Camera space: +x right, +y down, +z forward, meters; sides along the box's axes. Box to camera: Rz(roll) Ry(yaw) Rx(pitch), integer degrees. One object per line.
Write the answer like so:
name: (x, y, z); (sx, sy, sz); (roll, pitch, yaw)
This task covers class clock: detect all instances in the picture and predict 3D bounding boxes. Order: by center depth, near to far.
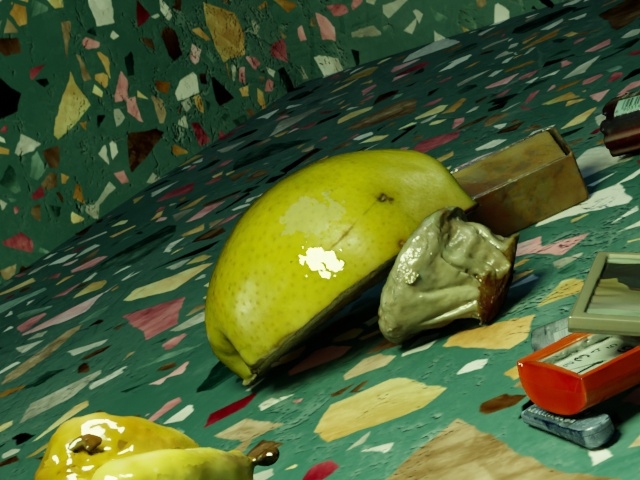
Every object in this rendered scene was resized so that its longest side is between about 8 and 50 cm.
clock: (0.286, 0.124, 1.803); (0.155, 0.061, 0.113); (-21, 15, -25)

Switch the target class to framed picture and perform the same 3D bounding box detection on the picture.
framed picture: (0.394, 0.056, 1.816); (0.265, 0.018, 0.192); (2, 21, 16)

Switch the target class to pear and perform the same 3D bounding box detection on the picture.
pear: (0.000, 0.000, 2.367); (0.386, 0.191, 0.340); (-37, -4, -19)

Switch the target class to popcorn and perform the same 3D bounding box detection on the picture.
popcorn: (-0.158, 0.293, 1.461); (0.281, 0.316, 0.297); (-7, 6, 0)

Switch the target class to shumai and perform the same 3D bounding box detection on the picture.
shumai: (0.167, 0.058, 2.238); (0.120, 0.201, 0.201); (32, 45, 24)

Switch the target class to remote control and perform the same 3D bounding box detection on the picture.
remote control: (0.246, 0.180, 1.791); (0.043, 0.027, 0.152); (-32, 13, -11)

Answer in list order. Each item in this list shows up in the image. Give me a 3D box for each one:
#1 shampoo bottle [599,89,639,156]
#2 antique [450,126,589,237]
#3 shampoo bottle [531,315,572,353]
shampoo bottle: (0.563, -0.200, 2.579); (0.323, 0.084, 0.129); (-15, 19, 34)
antique: (0.216, -0.048, 2.559); (0.310, 0.087, 0.093); (-24, 32, 2)
shampoo bottle: (0.342, 0.082, 1.944); (0.233, 0.049, 0.087); (-22, 15, 13)
